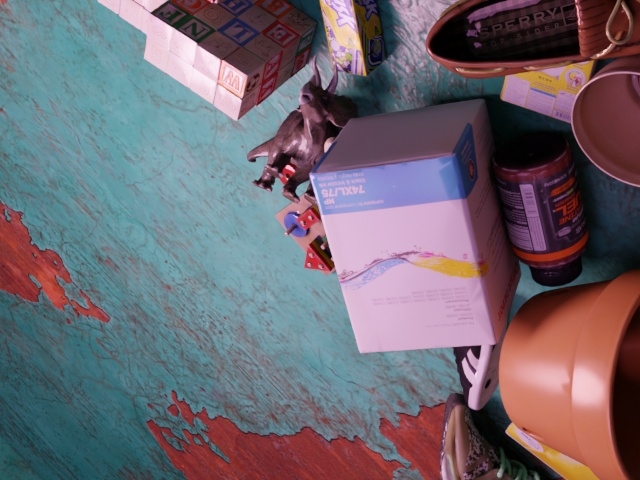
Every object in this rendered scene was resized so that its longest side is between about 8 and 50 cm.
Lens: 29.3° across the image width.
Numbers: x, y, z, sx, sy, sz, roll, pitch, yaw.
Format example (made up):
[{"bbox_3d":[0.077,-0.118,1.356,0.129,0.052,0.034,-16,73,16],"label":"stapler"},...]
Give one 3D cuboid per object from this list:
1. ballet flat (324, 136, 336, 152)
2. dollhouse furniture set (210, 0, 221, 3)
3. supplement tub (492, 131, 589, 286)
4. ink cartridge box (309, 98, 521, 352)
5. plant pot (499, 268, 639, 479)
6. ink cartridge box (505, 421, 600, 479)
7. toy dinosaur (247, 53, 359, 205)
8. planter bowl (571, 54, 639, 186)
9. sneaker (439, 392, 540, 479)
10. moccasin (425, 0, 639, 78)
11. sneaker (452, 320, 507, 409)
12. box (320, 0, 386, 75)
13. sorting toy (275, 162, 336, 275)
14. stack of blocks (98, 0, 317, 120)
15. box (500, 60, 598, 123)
[{"bbox_3d":[0.029,-0.076,1.713,0.049,0.057,0.173,3,139,21],"label":"ballet flat"},{"bbox_3d":[-0.173,-0.436,1.668,0.184,0.129,0.129,30,139,19],"label":"dollhouse furniture set"},{"bbox_3d":[0.296,-0.037,1.617,0.106,0.106,0.197,8,130,38],"label":"supplement tub"},{"bbox_3d":[0.135,-0.017,1.620,0.197,0.198,0.270,-6,114,22],"label":"ink cartridge box"},{"bbox_3d":[0.373,0.175,1.598,0.204,0.291,0.290,4,126,46],"label":"plant pot"},{"bbox_3d":[0.463,0.291,1.791,0.304,0.072,0.307,39,144,10],"label":"ink cartridge box"},{"bbox_3d":[-0.022,-0.142,1.795,0.121,0.160,0.313,32,168,-7],"label":"toy dinosaur"},{"bbox_3d":[0.387,-0.157,1.417,0.162,0.109,0.162,24,142,20],"label":"planter bowl"},{"bbox_3d":[0.316,0.412,2.020,0.182,0.158,0.410,-16,114,15],"label":"sneaker"},{"bbox_3d":[0.295,-0.264,1.333,0.380,0.147,0.139,-6,98,28],"label":"moccasin"},{"bbox_3d":[0.221,0.152,1.888,0.121,0.079,0.216,25,130,29],"label":"sneaker"},{"bbox_3d":[0.040,-0.310,1.647,0.059,0.054,0.168,14,133,34],"label":"box"},{"bbox_3d":[0.000,0.000,1.970,0.274,0.046,0.132,50,142,-6],"label":"sorting toy"},{"bbox_3d":[-0.177,-0.318,1.744,0.297,0.171,0.087,35,141,14],"label":"stack of blocks"},{"bbox_3d":[0.287,-0.235,1.487,0.105,0.043,0.179,22,139,14],"label":"box"}]
